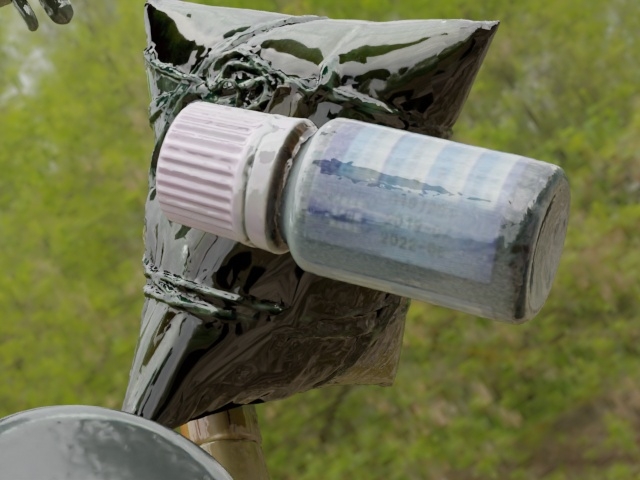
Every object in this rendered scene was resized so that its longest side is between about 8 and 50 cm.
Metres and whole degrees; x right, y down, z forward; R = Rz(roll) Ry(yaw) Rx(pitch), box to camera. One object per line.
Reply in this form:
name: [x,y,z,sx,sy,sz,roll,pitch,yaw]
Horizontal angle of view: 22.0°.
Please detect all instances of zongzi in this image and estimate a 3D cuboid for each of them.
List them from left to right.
zongzi: [0.000,0.000,1.385,0.362,0.319,0.384,16,-91,-58]

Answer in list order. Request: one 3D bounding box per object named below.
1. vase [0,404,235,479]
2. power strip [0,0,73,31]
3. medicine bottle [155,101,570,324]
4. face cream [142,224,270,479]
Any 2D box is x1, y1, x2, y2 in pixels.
vase: [-0.153,0.253,0.889,0.173,0.173,0.321,-24,-33,-43]
power strip: [-0.332,-0.324,1.721,0.139,0.224,0.140,-28,-12,-38]
medicine bottle: [0.019,-0.019,0.828,0.083,0.203,0.084,13,-90,-72]
face cream: [-0.098,0.122,1.463,0.067,0.285,0.139,-15,-16,3]
